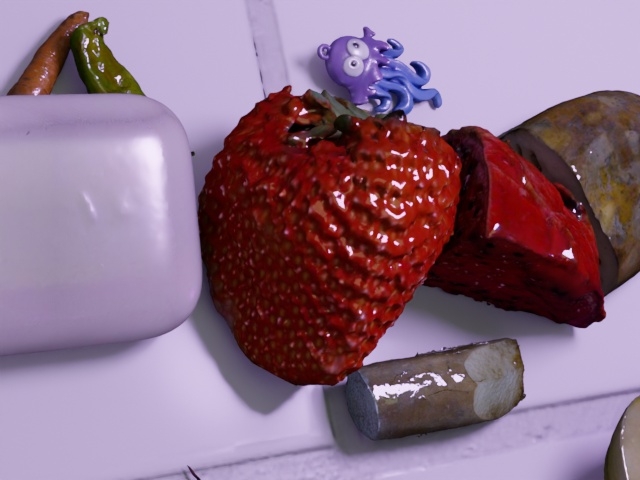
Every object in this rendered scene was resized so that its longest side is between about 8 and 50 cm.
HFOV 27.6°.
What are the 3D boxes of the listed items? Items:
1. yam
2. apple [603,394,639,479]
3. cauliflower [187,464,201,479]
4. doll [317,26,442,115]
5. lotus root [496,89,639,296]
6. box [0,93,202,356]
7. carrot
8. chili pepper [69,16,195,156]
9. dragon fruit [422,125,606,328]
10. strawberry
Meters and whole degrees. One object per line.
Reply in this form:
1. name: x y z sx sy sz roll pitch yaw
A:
1. yam: 0.159 0.186 1.638 0.259 0.106 0.106 -8 77 -24
2. apple: 0.536 0.327 1.656 0.311 0.320 0.360 -40 78 10
3. cauliflower: -0.053 0.367 1.452 0.315 0.239 0.256 39 105 13
4. doll: 0.083 -0.224 1.753 0.206 0.067 0.110 16 77 -29
5. lotus root: 0.425 -0.092 1.814 0.260 0.149 0.267 -29 90 -27
6. box: -0.307 -0.021 1.462 0.349 0.141 0.289 -5 89 -25
7. carrot: -0.333 -0.207 1.580 0.047 0.047 0.191 31 60 -12
8. chili pepper: -0.245 -0.170 1.586 0.204 0.073 0.072 61 27 -7
9. dragon fruit: 0.243 0.013 1.715 0.330 0.240 0.302 40 32 -31
10. strawberry: 0.000 0.000 1.561 0.312 0.267 0.351 17 95 24
